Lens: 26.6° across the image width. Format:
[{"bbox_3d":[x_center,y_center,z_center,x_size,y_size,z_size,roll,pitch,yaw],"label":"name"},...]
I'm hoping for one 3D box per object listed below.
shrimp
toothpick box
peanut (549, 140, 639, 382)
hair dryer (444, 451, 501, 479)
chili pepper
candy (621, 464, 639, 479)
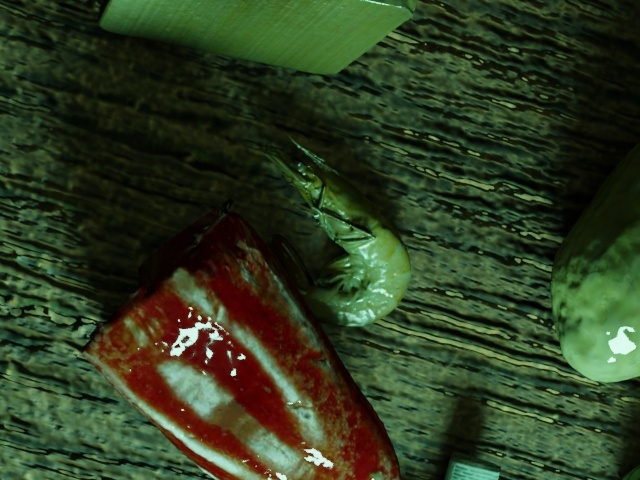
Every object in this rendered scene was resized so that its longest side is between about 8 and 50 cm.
[{"bbox_3d":[-0.002,-0.002,1.015,0.095,0.045,0.162,-41,106,10],"label":"shrimp"},{"bbox_3d":[-0.031,-0.296,0.933,0.187,0.190,0.308,9,83,-14],"label":"toothpick box"},{"bbox_3d":[0.258,0.007,1.036,0.129,0.129,0.224,40,89,-12],"label":"peanut"},{"bbox_3d":[0.033,0.224,1.024,0.183,0.044,0.155,15,86,-9],"label":"hair dryer"},{"bbox_3d":[-0.047,0.112,0.957,0.253,0.136,0.144,51,44,-8],"label":"chili pepper"},{"bbox_3d":[0.362,0.180,1.100,0.287,0.078,0.084,-21,93,-22],"label":"candy"}]
